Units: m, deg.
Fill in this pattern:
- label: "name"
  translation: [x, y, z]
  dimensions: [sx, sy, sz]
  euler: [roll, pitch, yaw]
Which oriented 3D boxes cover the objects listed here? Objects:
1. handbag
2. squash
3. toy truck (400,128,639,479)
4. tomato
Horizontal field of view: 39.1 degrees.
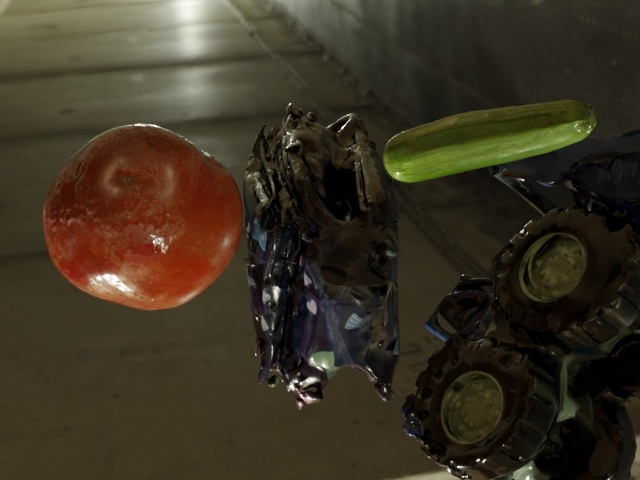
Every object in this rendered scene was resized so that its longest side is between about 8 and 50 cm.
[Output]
- label: "handbag"
  translation: [0.000, 0.000, 0.653]
  dimensions: [0.260, 0.113, 0.162]
  euler: [-97, 8, -65]
- label: "squash"
  translation: [0.068, -0.042, 0.371]
  dimensions: [0.027, 0.089, 0.027]
  euler: [-9, -90, -69]
- label: "toy truck"
  translation: [0.131, 0.032, 0.473]
  dimensions: [0.208, 0.113, 0.126]
  euler: [-55, 36, 3]
- label: "tomato"
  translation: [-0.203, -0.016, 1.045]
  dimensions: [0.232, 0.232, 0.188]
  euler: [97, -179, -55]
